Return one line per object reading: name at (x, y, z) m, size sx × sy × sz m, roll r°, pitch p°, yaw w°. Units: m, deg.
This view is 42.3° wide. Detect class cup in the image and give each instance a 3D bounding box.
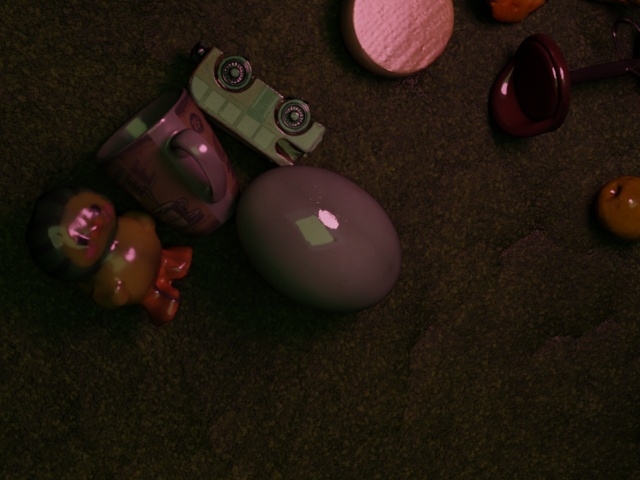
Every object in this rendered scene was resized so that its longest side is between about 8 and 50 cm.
cup at (-0.261, -0.141, 1.631) m, size 0.257 × 0.301 × 0.227 m, roll 49°, pitch 69°, yaw -24°

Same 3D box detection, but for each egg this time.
egg at (0.000, 0.000, 1.697) m, size 0.389 × 0.276 × 0.276 m, roll 35°, pitch 87°, yaw -27°

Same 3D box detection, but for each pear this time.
pear at (0.719, -0.074, 1.927) m, size 0.162 × 0.149 × 0.148 m, roll 37°, pitch 86°, yaw -36°

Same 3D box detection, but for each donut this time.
donut at (0.451, -0.589, 1.779) m, size 0.253 × 0.253 × 0.118 m, roll -41°, pitch 63°, yaw -6°

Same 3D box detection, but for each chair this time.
chair at (0.592, -0.364, 1.827) m, size 0.401 × 0.226 × 0.226 m, roll -14°, pitch 98°, yaw -10°

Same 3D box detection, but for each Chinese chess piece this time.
Chinese chess piece at (0.163, -0.476, 1.778) m, size 0.251 × 0.097 × 0.250 m, roll -3°, pitch 101°, yaw -16°

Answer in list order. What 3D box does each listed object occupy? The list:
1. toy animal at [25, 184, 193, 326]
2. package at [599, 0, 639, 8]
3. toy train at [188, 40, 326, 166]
toy animal at (-0.433, 0.026, 1.643) m, size 0.338 × 0.191 × 0.215 m, roll 35°, pitch 58°, yaw -37°
package at (0.701, -0.585, 1.850) m, size 0.168 × 0.226 × 0.090 m, roll -52°, pitch 133°, yaw -8°
toy train at (-0.146, -0.280, 1.724) m, size 0.326 × 0.129 × 0.159 m, roll 35°, pitch 93°, yaw -14°
